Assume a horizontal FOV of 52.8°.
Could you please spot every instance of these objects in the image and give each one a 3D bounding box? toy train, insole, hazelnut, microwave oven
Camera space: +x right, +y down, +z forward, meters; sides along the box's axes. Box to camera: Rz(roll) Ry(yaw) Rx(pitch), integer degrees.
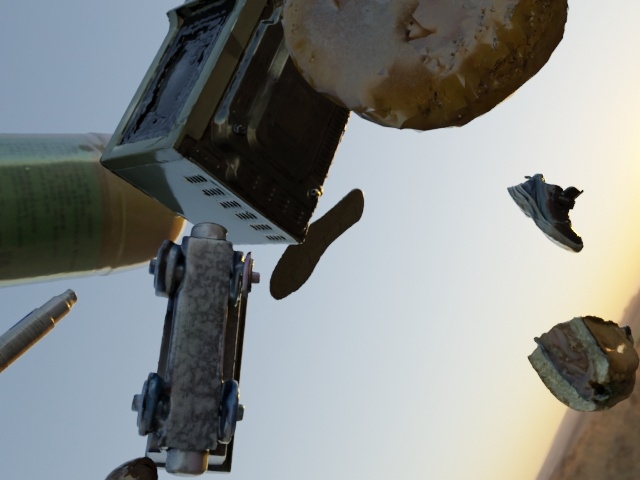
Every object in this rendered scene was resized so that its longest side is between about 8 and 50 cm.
[{"bbox_3d":[-0.153,0.137,0.791,0.202,0.131,0.299,112,163,-62],"label":"toy train"},{"bbox_3d":[0.000,0.000,1.356,0.348,0.009,0.119,-44,-42,-38],"label":"insole"},{"bbox_3d":[-0.204,0.277,0.694,0.086,0.086,0.086,-44,-32,-36],"label":"hazelnut"},{"bbox_3d":[-0.099,-0.202,0.954,0.286,0.218,0.355,38,-117,-37],"label":"microwave oven"}]

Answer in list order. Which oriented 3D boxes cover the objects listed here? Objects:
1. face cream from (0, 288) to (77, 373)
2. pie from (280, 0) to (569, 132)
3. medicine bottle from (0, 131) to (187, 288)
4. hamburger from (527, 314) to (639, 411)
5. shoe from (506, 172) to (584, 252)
[{"bbox_3d":[-0.339,0.104,0.757,0.130,0.034,0.034,-49,-29,-41],"label":"face cream"},{"bbox_3d":[0.086,-0.224,0.588,0.273,0.273,0.069,-65,-21,2],"label":"pie"},{"bbox_3d":[-0.372,-0.058,1.054,0.406,0.236,0.235,-8,-58,-41],"label":"medicine bottle"},{"bbox_3d":[0.479,0.220,1.130,0.208,0.155,0.135,6,-37,-45],"label":"hamburger"},{"bbox_3d":[0.406,-0.059,1.108,0.099,0.169,0.071,-43,-30,11],"label":"shoe"}]
